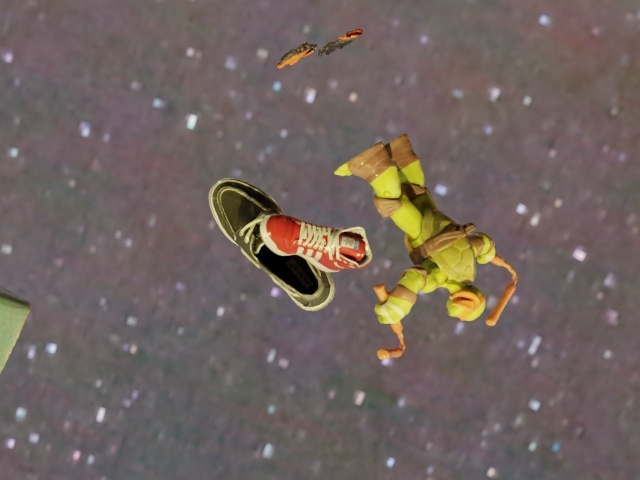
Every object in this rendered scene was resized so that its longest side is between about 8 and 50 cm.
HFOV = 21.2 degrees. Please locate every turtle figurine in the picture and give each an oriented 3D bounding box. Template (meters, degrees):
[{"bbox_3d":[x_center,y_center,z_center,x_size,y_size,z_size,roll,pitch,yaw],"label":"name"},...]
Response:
[{"bbox_3d":[0.104,0.003,1.719,0.269,0.087,0.217,-27,-97,-49],"label":"turtle figurine"}]

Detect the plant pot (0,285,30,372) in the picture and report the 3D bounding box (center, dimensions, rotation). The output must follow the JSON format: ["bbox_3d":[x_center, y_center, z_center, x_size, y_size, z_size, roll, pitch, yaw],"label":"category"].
[{"bbox_3d":[-0.451,0.105,1.568,0.252,0.248,0.247,27,175,-20],"label":"plant pot"}]

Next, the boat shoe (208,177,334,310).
[{"bbox_3d":[-0.064,-0.004,2.166,0.219,0.078,0.070,45,179,18],"label":"boat shoe"}]

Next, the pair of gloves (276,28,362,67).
[{"bbox_3d":[-0.003,-0.200,1.769,0.083,0.074,0.010,-19,-92,-23],"label":"pair of gloves"}]

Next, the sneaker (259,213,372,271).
[{"bbox_3d":[0.000,0.000,1.670,0.118,0.067,0.042,23,-111,-42],"label":"sneaker"}]
